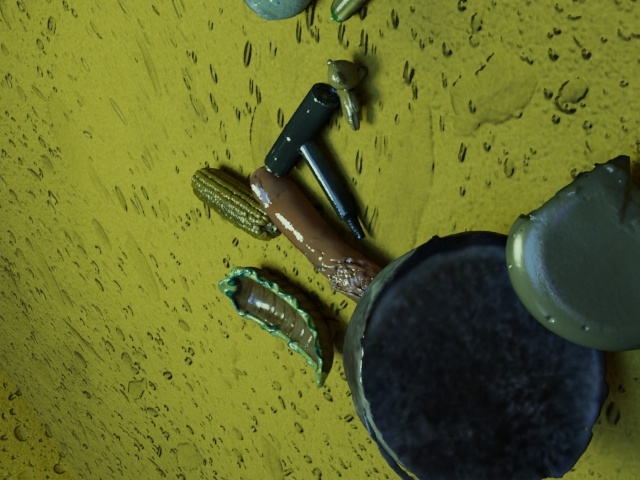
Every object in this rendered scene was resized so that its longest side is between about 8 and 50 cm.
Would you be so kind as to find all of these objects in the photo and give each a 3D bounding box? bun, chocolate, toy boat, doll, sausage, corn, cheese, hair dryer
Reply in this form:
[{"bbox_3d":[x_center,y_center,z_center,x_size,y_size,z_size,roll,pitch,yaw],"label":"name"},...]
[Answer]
[{"bbox_3d":[-0.069,-0.354,1.115,0.141,0.083,0.140,29,133,36],"label":"bun"},{"bbox_3d":[0.157,0.141,1.006,0.303,0.303,0.213,67,166,-4],"label":"chocolate"},{"bbox_3d":[-0.050,0.132,1.363,0.293,0.099,0.108,38,136,41],"label":"toy boat"},{"bbox_3d":[0.031,-0.192,1.116,0.061,0.051,0.093,-118,29,-54],"label":"doll"},{"bbox_3d":[0.000,0.000,1.243,0.304,0.078,0.078,44,138,26],"label":"sausage"},{"bbox_3d":[-0.133,-0.059,1.370,0.207,0.068,0.068,30,131,35],"label":"corn"},{"bbox_3d":[0.291,0.028,0.870,0.175,0.091,0.202,-41,96,14],"label":"cheese"},{"bbox_3d":[0.082,-0.331,0.991,0.269,0.033,0.032,-35,83,52],"label":"sausage"},{"bbox_3d":[0.018,-0.098,1.195,0.194,0.050,0.173,51,142,10],"label":"hair dryer"}]
